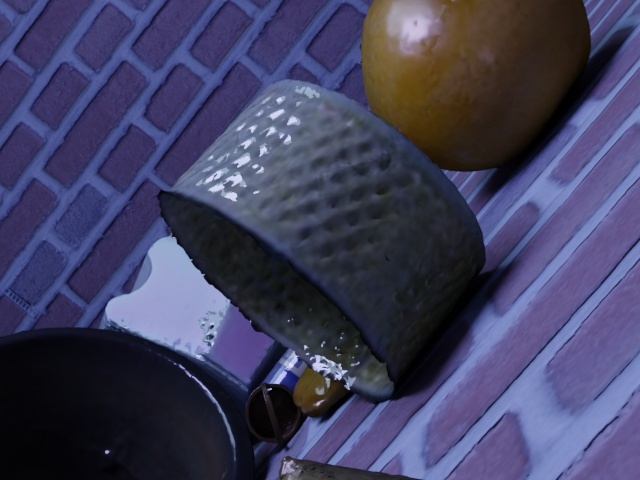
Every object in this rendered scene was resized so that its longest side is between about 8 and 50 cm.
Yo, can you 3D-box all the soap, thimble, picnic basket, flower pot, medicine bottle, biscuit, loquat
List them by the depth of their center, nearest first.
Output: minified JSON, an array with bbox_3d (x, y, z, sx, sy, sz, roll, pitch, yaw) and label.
[{"bbox_3d":[0.000,0.000,0.863,0.150,0.271,0.271,-50,3,-17],"label":"thimble"},{"bbox_3d":[0.053,0.087,1.083,0.260,0.041,0.203,-55,5,-30],"label":"biscuit"},{"bbox_3d":[0.169,-0.200,1.096,0.263,0.263,0.263,-51,4,4],"label":"loquat"},{"bbox_3d":[-0.269,0.305,1.102,0.379,0.379,0.251,-57,-15,-57],"label":"flower pot"},{"bbox_3d":[-0.052,0.194,1.106,0.072,0.072,0.083,-52,-2,-6],"label":"picnic basket"},{"bbox_3d":[0.001,0.126,1.197,0.231,0.059,0.059,-51,3,-12],"label":"medicine bottle"},{"bbox_3d":[-0.180,0.164,1.387,0.156,0.261,0.446,-54,1,-31],"label":"soap"}]

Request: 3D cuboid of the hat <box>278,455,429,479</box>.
[{"bbox_3d":[-0.003,0.148,0.545,0.146,0.067,0.146,-31,-10,-6],"label":"hat"}]
